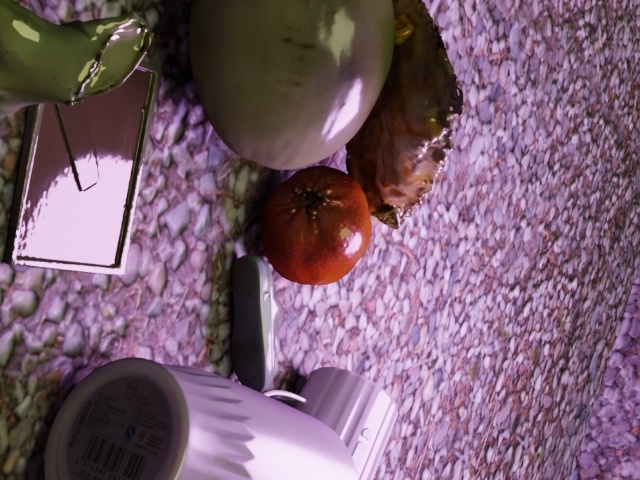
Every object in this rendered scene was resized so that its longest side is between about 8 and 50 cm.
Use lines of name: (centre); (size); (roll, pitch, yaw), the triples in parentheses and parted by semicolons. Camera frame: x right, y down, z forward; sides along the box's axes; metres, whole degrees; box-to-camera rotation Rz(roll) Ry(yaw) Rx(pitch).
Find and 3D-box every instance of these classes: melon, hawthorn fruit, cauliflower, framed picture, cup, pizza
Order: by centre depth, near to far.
cauliflower: (-0.329, -0.144, 0.989); (0.260, 0.281, 0.327); (-57, 147, -24)
framed picture: (-0.263, -0.091, 1.338); (0.189, 0.023, 0.260); (8, 92, -57)
cup: (-0.135, 0.290, 1.433); (0.371, 0.253, 0.253); (39, 67, -52)
melon: (-0.035, -0.241, 1.435); (0.272, 0.271, 0.308); (-48, 139, -39)
pizza: (0.086, -0.191, 1.641); (0.392, 0.080, 0.435); (95, -15, -47)
hawthorn fruit: (0.000, 0.000, 1.701); (0.285, 0.165, 0.165); (74, 35, -73)
cup: (0.004, 0.290, 1.726); (0.202, 0.166, 0.221); (-62, 146, -30)

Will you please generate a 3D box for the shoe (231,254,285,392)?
shoe: (-0.076, 0.110, 1.625); (0.078, 0.079, 0.195); (-16, 108, -39)
